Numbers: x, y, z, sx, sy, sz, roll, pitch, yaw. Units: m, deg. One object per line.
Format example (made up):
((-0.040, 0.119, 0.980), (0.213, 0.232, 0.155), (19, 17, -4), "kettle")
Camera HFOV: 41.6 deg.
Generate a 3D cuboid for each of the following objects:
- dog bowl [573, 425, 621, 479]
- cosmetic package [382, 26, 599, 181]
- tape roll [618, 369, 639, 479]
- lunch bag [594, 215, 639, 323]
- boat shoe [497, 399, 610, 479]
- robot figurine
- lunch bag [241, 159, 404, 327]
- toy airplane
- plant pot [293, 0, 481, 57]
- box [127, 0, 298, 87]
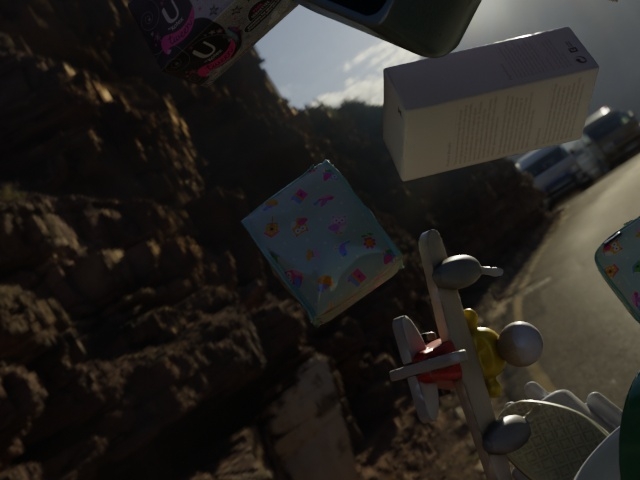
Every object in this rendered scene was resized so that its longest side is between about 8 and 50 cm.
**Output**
((0.481, 0.333, 1.174), (0.265, 0.104, 0.265), (-41, -3, -2), "dog bowl")
((0.380, -0.313, 1.941), (0.452, 0.162, 0.230), (-14, -38, -8), "cosmetic package")
((0.464, 0.261, 0.918), (0.321, 0.321, 0.077), (-30, 0, -37), "tape roll")
((0.696, 0.054, 1.689), (0.224, 0.108, 0.279), (-41, 36, 18), "lunch bag")
((0.591, 0.494, 1.736), (0.187, 0.500, 0.156), (-57, -28, -20), "boat shoe")
((0.584, 0.489, 1.952), (0.300, 0.353, 0.200), (-45, -33, -2), "robot figurine")
((0.000, 0.000, 1.619), (0.223, 0.262, 0.160), (-36, -15, -1), "lunch bag")
((0.285, 0.217, 1.603), (0.272, 0.386, 0.384), (-17, 33, 14), "toy airplane")
((0.105, -0.381, 1.125), (0.252, 0.247, 0.248), (19, -79, -55), "plant pot")
((-0.188, -0.415, 1.480), (0.247, 0.163, 0.142), (-37, -20, 23), "box")
